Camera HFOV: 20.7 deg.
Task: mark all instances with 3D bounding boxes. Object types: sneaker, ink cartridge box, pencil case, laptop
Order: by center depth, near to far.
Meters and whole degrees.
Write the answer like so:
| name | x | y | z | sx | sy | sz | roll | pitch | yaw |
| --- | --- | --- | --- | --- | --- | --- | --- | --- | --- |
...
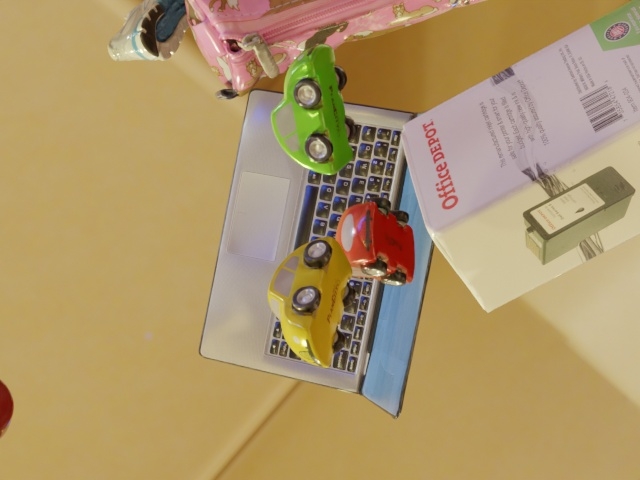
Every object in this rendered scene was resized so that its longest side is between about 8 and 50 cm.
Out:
| name | x | y | z | sx | sy | sz | roll | pitch | yaw |
| --- | --- | --- | --- | --- | --- | --- | --- | --- | --- |
| ink cartridge box | 0.229 | -0.084 | 1.634 | 0.115 | 0.273 | 0.198 | 54 | -166 | -31 |
| pencil case | 0.052 | -0.273 | 1.794 | 0.160 | 0.386 | 0.167 | 76 | 174 | -68 |
| sneaker | -0.180 | -0.258 | 1.994 | 0.190 | 0.083 | 0.071 | -47 | -62 | -49 |
| laptop | 0.000 | 0.000 | 2.248 | 0.408 | 0.382 | 0.236 | 11 | 180 | 26 |

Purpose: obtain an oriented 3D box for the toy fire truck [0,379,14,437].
| name | x | y | z | sx | sy | sz | roll | pitch | yaw |
| --- | --- | --- | --- | --- | --- | --- | --- | --- | --- |
| toy fire truck | -0.546 | 0.220 | 2.187 | 0.302 | 0.254 | 0.169 | 52 | 143 | 17 |

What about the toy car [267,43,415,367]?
| name | x | y | z | sx | sy | sz | roll | pitch | yaw |
| --- | --- | --- | --- | --- | --- | --- | --- | --- | --- |
| toy car | 0.002 | -0.039 | 1.351 | 0.239 | 0.053 | 0.225 | -42 | -56 | -61 |
